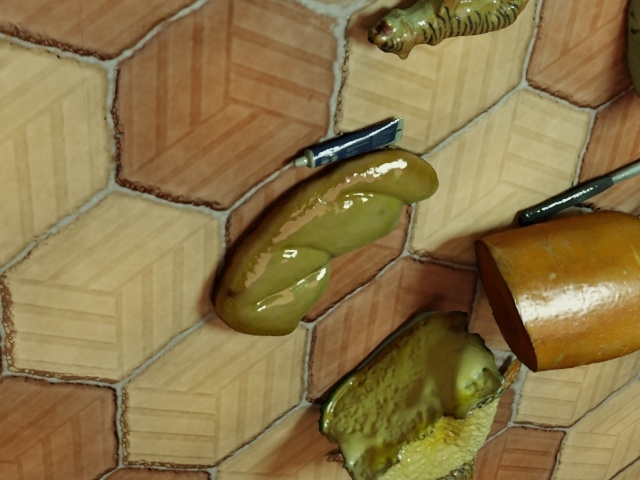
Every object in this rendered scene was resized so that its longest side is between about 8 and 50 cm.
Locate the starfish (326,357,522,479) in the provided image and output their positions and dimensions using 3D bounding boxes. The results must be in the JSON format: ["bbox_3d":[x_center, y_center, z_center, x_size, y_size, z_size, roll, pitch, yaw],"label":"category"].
[{"bbox_3d":[0.150,0.308,1.780,0.293,0.084,0.301,-6,134,-33],"label":"starfish"}]

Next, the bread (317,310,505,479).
[{"bbox_3d":[0.140,0.221,1.621,0.251,0.174,0.133,-43,136,7],"label":"bread"}]

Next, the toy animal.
[{"bbox_3d":[0.157,-0.258,1.304,0.241,0.057,0.099,-16,141,-25],"label":"toy animal"}]

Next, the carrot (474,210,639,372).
[{"bbox_3d":[0.354,0.064,1.611,0.331,0.193,0.214,-15,144,-19],"label":"carrot"}]

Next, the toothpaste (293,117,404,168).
[{"bbox_3d":[0.032,-0.105,1.373,0.140,0.021,0.037,-20,143,-22],"label":"toothpaste"}]

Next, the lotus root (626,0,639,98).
[{"bbox_3d":[0.447,-0.246,1.451,0.119,0.138,0.235,-22,135,-26],"label":"lotus root"}]

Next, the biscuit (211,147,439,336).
[{"bbox_3d":[-0.001,-0.003,1.424,0.299,0.045,0.154,-45,137,7],"label":"biscuit"}]

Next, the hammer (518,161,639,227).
[{"bbox_3d":[0.369,-0.076,1.630,0.246,0.029,0.103,-22,136,-15],"label":"hammer"}]
